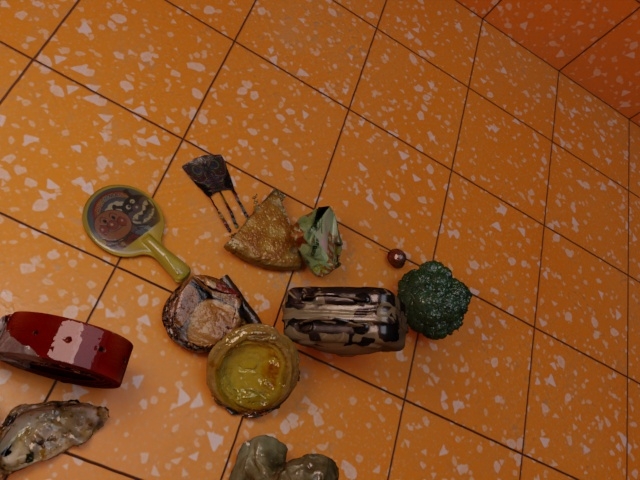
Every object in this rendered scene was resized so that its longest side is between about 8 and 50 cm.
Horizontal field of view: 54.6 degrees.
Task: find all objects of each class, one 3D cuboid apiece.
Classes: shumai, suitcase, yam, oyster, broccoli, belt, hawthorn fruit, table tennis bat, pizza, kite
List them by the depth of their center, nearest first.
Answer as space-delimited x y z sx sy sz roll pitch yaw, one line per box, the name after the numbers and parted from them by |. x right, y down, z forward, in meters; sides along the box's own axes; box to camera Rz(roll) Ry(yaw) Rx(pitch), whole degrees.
-0.664 0.468 1.497 0.295 0.094 0.166 0 86 -39 | oyster
-0.631 0.271 1.512 0.324 0.227 0.115 13 60 -2 | belt
-0.132 0.674 1.594 0.289 0.291 0.330 23 52 17 | shumai
0.063 0.234 1.791 0.352 0.339 0.193 -1 73 17 | suitcase
-0.524 -0.014 1.807 0.369 0.054 0.224 44 55 1 | table tennis bat
-0.204 0.246 1.868 0.045 0.045 0.326 -35 85 -4 | yam
-0.321 -0.155 2.006 0.152 0.015 0.285 -26 81 -35 | kite
-0.158 -0.038 2.008 0.280 0.075 0.287 24 59 -23 | pizza
0.396 0.203 2.120 0.270 0.270 0.269 10 59 -58 | broccoli
0.258 0.054 2.208 0.103 0.066 0.067 34 51 21 | hawthorn fruit

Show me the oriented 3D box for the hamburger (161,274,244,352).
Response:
-0.335 0.212 1.775 0.231 0.107 0.230 11 67 -27 | hamburger

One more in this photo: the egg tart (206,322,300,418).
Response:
-0.190 0.361 1.752 0.279 0.095 0.278 -2 102 -10 | egg tart

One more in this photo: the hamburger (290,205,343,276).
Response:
0.002 -0.002 2.027 0.235 0.125 0.214 -74 147 -52 | hamburger
